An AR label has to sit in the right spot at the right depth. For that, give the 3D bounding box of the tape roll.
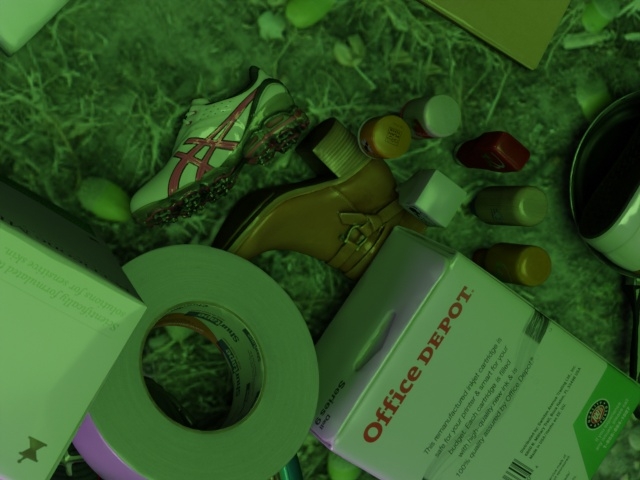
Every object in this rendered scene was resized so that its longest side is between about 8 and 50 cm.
[{"bbox_3d":[-0.113,0.118,1.067,0.219,0.072,0.219,11,65,-24],"label":"tape roll"}]

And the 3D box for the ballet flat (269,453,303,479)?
[{"bbox_3d":[-0.048,0.311,1.196,0.124,0.116,0.342,-18,107,6],"label":"ballet flat"}]

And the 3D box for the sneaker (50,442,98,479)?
[{"bbox_3d":[-0.261,0.243,1.071,0.107,0.110,0.275,15,53,-39],"label":"sneaker"}]

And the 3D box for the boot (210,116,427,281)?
[{"bbox_3d":[0.000,0.000,1.173,0.197,0.073,0.152,-44,111,-4],"label":"boot"}]

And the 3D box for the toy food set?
[{"bbox_3d":[0.127,-0.057,1.184,0.232,0.104,0.111,35,79,-20],"label":"toy food set"}]

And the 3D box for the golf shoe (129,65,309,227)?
[{"bbox_3d":[-0.105,-0.084,1.139,0.186,0.067,0.086,-36,80,-8],"label":"golf shoe"}]

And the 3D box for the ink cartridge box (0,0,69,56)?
[{"bbox_3d":[-0.265,-0.384,1.039,0.330,0.071,0.324,-47,107,-10],"label":"ink cartridge box"}]

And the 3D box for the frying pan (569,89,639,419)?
[{"bbox_3d":[0.361,0.001,1.288,0.197,0.053,0.326,-22,103,-13],"label":"frying pan"}]

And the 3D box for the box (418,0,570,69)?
[{"bbox_3d":[0.165,-0.287,1.206,0.201,0.021,0.164,28,89,-18],"label":"box"}]

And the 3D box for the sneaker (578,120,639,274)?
[{"bbox_3d":[0.381,-0.091,1.218,0.123,0.106,0.290,33,96,-19],"label":"sneaker"}]

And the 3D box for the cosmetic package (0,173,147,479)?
[{"bbox_3d":[-0.270,0.034,0.940,0.197,0.365,0.155,31,88,-19],"label":"cosmetic package"}]

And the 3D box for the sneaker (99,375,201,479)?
[{"bbox_3d":[-0.165,0.266,1.115,0.130,0.109,0.286,-10,93,-42],"label":"sneaker"}]

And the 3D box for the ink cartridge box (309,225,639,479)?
[{"bbox_3d":[0.139,0.149,1.182,0.289,0.121,0.211,35,87,-30],"label":"ink cartridge box"}]

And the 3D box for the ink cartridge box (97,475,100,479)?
[{"bbox_3d":[-0.333,0.273,1.118,0.275,0.060,0.239,24,92,-18],"label":"ink cartridge box"}]
